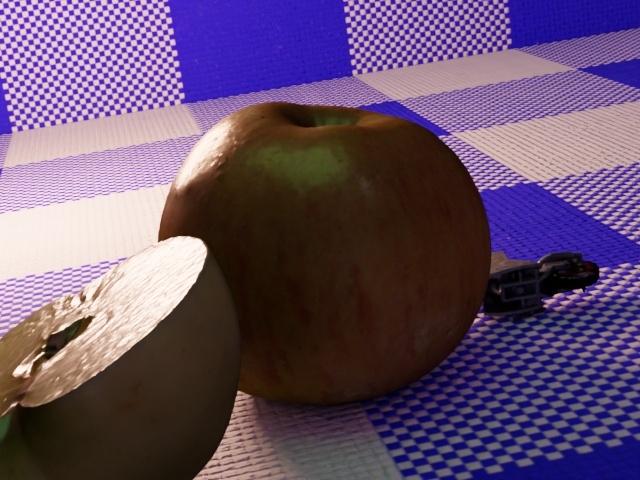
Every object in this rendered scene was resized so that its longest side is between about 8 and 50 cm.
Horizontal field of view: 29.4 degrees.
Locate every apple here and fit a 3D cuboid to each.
[{"bbox_3d":[0.000,0.000,1.429,0.400,0.333,0.400,-11,25,5],"label":"apple"},{"bbox_3d":[-0.240,0.134,1.185,0.320,0.311,0.360,13,19,0],"label":"apple"}]

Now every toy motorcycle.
[{"bbox_3d":[0.252,0.052,1.600,0.215,0.080,0.122,-9,20,-3],"label":"toy motorcycle"}]
